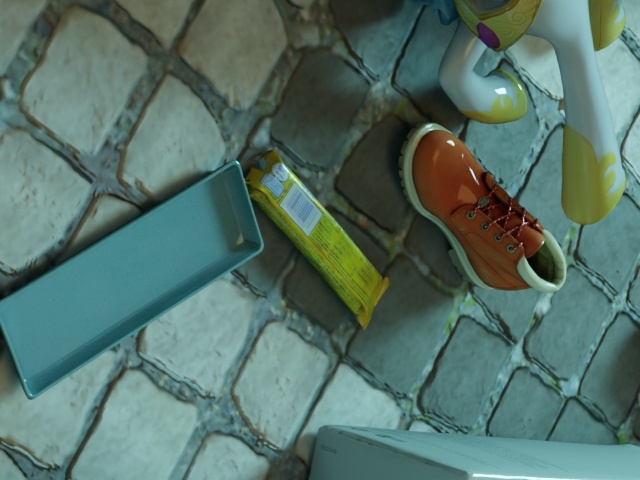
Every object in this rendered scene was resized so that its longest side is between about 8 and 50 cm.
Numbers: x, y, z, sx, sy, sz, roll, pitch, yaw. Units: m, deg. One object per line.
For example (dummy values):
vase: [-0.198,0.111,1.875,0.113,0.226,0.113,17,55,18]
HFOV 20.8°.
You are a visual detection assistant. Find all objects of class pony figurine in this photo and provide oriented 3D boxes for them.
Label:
pony figurine: [0.179,-0.226,1.133,0.351,0.303,0.363,-54,146,-8]

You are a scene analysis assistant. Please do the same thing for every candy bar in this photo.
candy bar: [0.000,0.000,1.165,0.161,0.018,0.040,48,64,-38]

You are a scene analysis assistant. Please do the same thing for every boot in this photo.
boot: [0.117,-0.021,1.223,0.059,0.084,0.158,-52,128,-18]

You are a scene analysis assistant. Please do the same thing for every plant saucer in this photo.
plant saucer: [-0.116,0.020,1.064,0.192,0.018,0.067,-33,121,-31]

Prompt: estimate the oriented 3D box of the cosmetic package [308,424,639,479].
cosmetic package: [0.156,0.249,1.278,0.365,0.155,0.197,8,92,-42]
